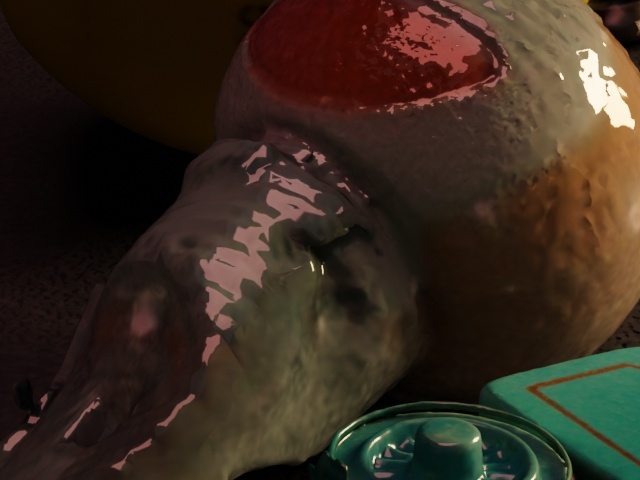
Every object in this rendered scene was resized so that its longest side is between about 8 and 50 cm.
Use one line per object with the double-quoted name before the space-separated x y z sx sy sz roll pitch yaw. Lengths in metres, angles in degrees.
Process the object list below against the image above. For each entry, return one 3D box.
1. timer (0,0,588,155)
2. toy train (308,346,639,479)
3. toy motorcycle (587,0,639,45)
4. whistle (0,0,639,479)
"timer" 0.026 -0.212 0.912 0.386 0.376 0.376 -9 24 -4
"toy train" 0.090 0.106 0.486 0.163 0.112 0.203 -11 27 -27
"toy motorcycle" 0.210 -0.207 1.157 0.205 0.127 0.275 3 32 18
"whistle" 0.000 0.000 0.688 0.189 0.189 0.348 18 44 41
